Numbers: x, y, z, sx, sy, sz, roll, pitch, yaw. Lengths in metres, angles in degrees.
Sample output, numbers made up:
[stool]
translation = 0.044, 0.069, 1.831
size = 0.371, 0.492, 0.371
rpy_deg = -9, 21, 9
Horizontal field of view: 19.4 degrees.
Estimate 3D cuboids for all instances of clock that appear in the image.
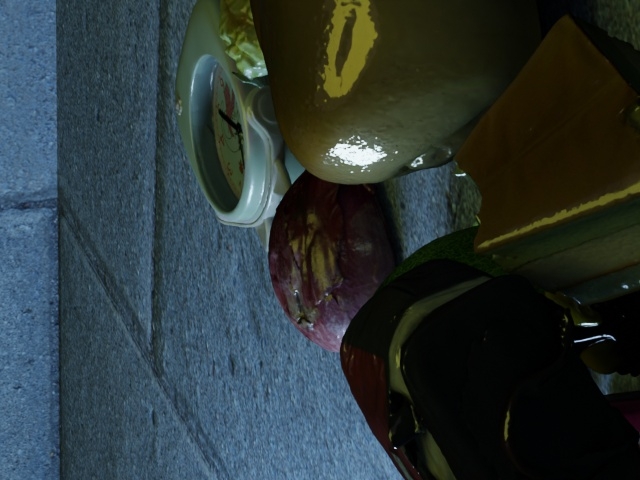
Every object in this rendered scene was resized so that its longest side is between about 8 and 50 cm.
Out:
[clock]
translation = -0.092, -0.150, 2.472
size = 0.265, 0.109, 0.324
rpy_deg = 113, 142, -51

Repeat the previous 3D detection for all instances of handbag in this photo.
[handbag]
translation = 0.138, 0.144, 1.565
size = 0.254, 0.181, 0.181
rpy_deg = 57, 167, -14

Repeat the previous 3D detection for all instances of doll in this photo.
[doll]
translation = 0.272, 0.060, 1.659
size = 0.249, 0.088, 0.127
rpy_deg = -11, 83, 64

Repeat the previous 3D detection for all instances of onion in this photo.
[onion]
translation = 0.000, 0.000, 2.285
size = 0.227, 0.120, 0.283
rpy_deg = -3, 95, 64

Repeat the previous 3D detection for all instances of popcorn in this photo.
[popcorn]
translation = -0.015, -0.241, 2.167
size = 0.212, 0.198, 0.198
rpy_deg = 52, 167, -20

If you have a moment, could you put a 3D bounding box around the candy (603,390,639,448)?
[candy]
translation = 0.294, 0.212, 1.650
size = 0.306, 0.100, 0.157
rpy_deg = 159, 100, -67

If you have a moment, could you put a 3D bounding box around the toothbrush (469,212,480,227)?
[toothbrush]
translation = 0.190, -0.082, 1.900
size = 0.026, 0.022, 0.263
rpy_deg = 54, 148, 28

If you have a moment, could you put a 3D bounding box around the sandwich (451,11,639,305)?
[sandwich]
translation = 0.235, -0.030, 1.514
size = 0.198, 0.155, 0.227
rpy_deg = -53, 38, 20

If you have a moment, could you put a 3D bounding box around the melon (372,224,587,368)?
[melon]
translation = 0.143, 0.070, 1.867
size = 0.265, 0.169, 0.129
rpy_deg = 51, 141, 44

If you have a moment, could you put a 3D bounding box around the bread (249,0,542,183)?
[bread]
translation = 0.061, -0.248, 1.817
size = 0.348, 0.253, 0.376
rpy_deg = 148, 115, -71
